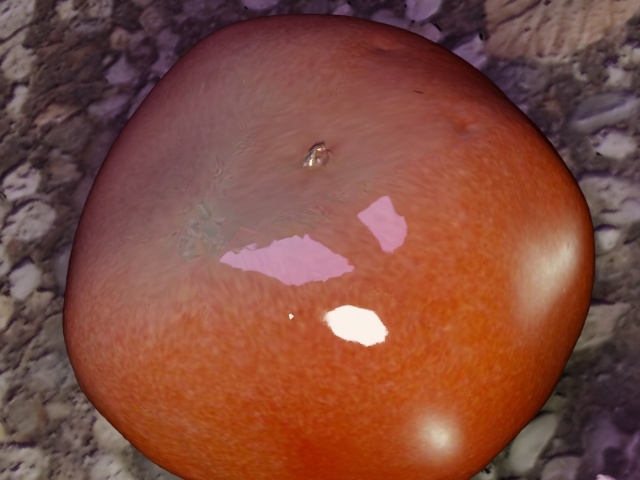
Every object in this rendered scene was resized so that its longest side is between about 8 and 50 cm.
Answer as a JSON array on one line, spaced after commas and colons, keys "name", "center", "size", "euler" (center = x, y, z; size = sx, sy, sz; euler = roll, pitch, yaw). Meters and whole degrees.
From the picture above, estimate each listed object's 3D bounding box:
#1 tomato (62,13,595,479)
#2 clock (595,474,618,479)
[{"name": "tomato", "center": [0.000, 0.000, 1.134], "size": [0.341, 0.273, 0.341], "euler": [-7, 64, 14]}, {"name": "clock", "center": [0.200, 0.198, 0.973], "size": [0.080, 0.290, 0.275], "euler": [29, 69, 28]}]
